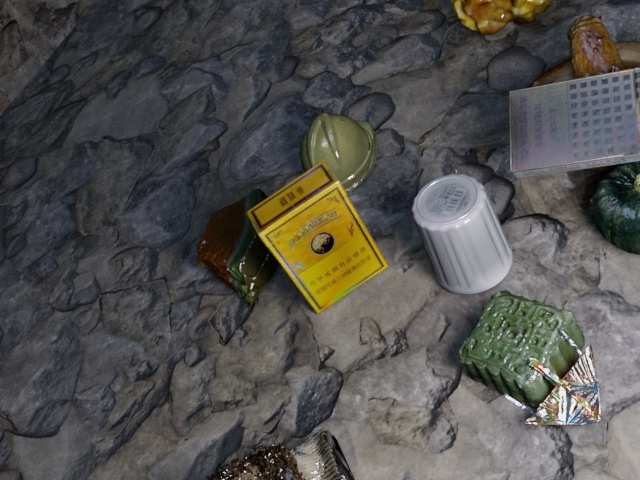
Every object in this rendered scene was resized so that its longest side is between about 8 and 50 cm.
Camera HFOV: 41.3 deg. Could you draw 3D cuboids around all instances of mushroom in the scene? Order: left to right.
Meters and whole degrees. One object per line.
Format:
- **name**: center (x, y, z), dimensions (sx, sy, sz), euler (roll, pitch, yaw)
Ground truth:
- **mushroom**: center (0.591, -0.277, 1.746), dimensions (0.345, 0.239, 0.345), euler (-27, 50, 37)

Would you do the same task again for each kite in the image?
- **kite**: center (0.417, 0.254, 1.447), dimensions (0.160, 0.010, 0.183), euler (42, 77, 5)

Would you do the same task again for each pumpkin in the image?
- **pumpkin**: center (0.611, -0.071, 1.581), dimensions (0.211, 0.152, 0.212), euler (-6, 49, 6)

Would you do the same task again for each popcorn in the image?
- **popcorn**: center (0.475, -0.664, 2.130), dimensions (0.264, 0.225, 0.332), euler (12, 48, 42)

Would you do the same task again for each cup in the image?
- **cup**: center (0.259, -0.022, 1.708), dimensions (0.221, 0.202, 0.167), euler (17, 61, 38)

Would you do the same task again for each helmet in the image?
- **helmet**: center (0.026, -0.244, 2.078), dimensions (0.204, 0.137, 0.258), euler (-15, 47, 19)

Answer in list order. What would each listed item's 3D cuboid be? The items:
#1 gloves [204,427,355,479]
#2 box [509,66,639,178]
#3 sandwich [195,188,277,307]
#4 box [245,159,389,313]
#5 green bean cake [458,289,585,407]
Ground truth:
- **gloves**: center (-0.086, 0.471, 1.529), dimensions (0.312, 0.135, 0.210), euler (-15, 65, -9)
- **box**: center (0.522, -0.226, 1.607), dimensions (0.324, 0.047, 0.181), euler (-7, 68, 28)
- **sandwich**: center (-0.187, -0.002, 2.015), dimensions (0.212, 0.109, 0.292), euler (11, 60, 36)
- **box**: center (0.000, 0.000, 1.766), dimensions (0.192, 0.301, 0.084), euler (-35, 46, -1)
- **green bean cake**: center (0.363, 0.190, 1.544), dimensions (0.181, 0.094, 0.173), euler (21, 66, 41)
